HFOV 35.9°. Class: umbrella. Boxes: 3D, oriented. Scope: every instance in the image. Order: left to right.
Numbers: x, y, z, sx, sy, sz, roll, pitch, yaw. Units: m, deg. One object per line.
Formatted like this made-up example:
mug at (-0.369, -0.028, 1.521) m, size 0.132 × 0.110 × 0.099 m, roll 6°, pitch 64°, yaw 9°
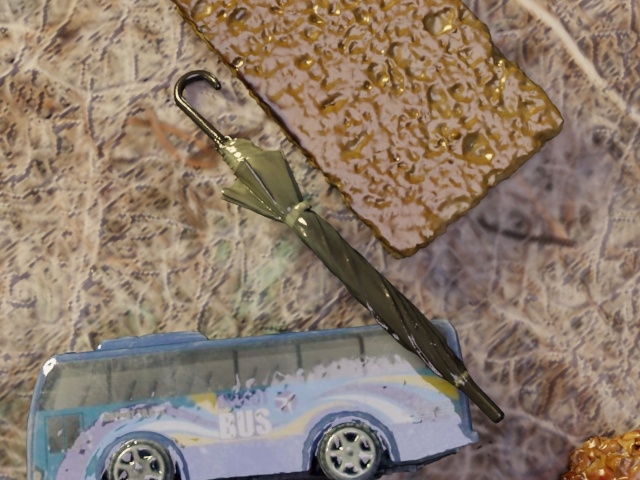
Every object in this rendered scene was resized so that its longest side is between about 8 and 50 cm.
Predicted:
umbrella at (-0.005, 0.003, 0.528) m, size 0.044 × 0.044 × 0.269 m, roll -37°, pitch 67°, yaw -10°

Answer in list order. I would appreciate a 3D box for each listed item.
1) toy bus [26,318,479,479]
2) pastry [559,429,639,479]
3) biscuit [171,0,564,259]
toy bus at (-0.038, 0.095, 0.537) m, size 0.236 × 0.079 × 0.094 m, roll -5°, pitch 71°, yaw -2°
pastry at (0.215, 0.144, 0.539) m, size 0.169 × 0.063 × 0.087 m, roll 0°, pitch 77°, yaw 2°
biscuit at (0.018, -0.114, 0.572) m, size 0.131 × 0.026 × 0.237 m, roll -41°, pitch 88°, yaw -5°
